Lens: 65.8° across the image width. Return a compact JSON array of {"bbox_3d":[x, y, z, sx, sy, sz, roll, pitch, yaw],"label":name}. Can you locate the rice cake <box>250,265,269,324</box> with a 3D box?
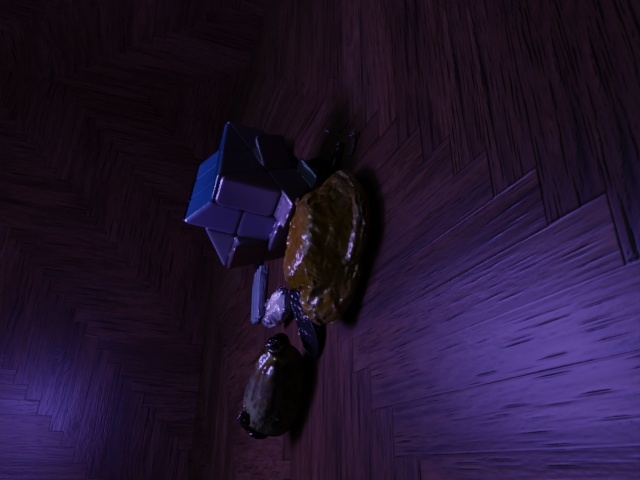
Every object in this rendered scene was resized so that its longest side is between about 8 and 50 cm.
[{"bbox_3d":[-0.240,0.216,1.941,0.124,0.038,0.211,131,144,-56],"label":"rice cake"}]

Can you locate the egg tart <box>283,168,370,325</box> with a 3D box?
[{"bbox_3d":[0.000,0.000,1.180,0.339,0.153,0.351,-110,36,-62],"label":"egg tart"}]

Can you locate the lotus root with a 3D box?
[{"bbox_3d":[-0.118,0.387,1.324,0.173,0.173,0.309,-119,42,-62],"label":"lotus root"}]

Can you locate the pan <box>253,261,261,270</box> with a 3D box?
[{"bbox_3d":[-0.249,0.070,2.041,0.212,0.040,0.114,179,95,-72],"label":"pan"}]

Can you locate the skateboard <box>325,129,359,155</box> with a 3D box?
[{"bbox_3d":[0.050,-0.253,1.254,0.032,0.083,0.063,-119,42,-61],"label":"skateboard"}]

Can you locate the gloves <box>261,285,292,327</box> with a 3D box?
[{"bbox_3d":[-0.128,0.209,1.569,0.153,0.070,0.114,-49,27,46],"label":"gloves"}]

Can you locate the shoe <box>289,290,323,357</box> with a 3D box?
[{"bbox_3d":[-0.025,0.212,1.290,0.071,0.049,0.179,-40,66,47],"label":"shoe"}]

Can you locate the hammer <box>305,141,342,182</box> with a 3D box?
[{"bbox_3d":[0.000,-0.233,1.481,0.297,0.027,0.125,-150,76,-70],"label":"hammer"}]

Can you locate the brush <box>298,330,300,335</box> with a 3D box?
[{"bbox_3d":[-0.054,0.120,1.472,0.085,0.020,0.336,120,154,-47],"label":"brush"}]

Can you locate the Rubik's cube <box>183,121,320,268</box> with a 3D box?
[{"bbox_3d":[-0.176,-0.132,1.409,0.387,0.368,0.358,-92,22,-46],"label":"Rubik's cube"}]
